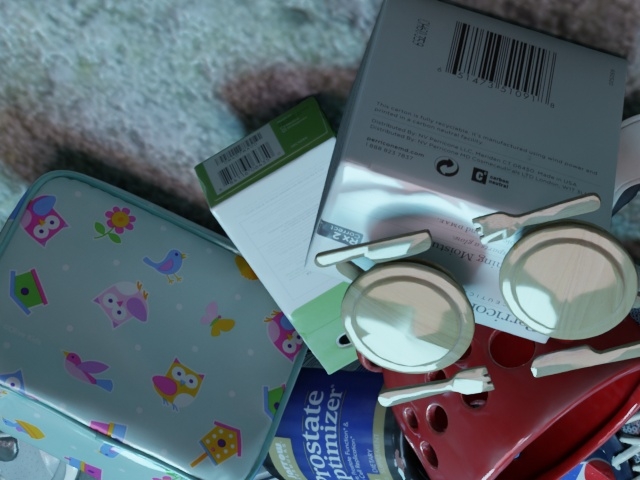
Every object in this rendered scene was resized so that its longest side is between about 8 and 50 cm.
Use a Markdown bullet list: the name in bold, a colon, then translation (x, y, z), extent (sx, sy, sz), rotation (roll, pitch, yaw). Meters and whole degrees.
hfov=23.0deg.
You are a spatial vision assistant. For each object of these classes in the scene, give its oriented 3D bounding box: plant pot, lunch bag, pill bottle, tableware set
- **plant pot**: translation (0.131, 0.089, 1.172), extent (0.174, 0.191, 0.191), rotation (49, 147, 24)
- **lunch bag**: translation (-0.149, 0.080, 1.287), extent (0.279, 0.224, 0.108), rotation (27, 151, -11)
- **pill bottle**: translation (0.017, 0.159, 1.384), extent (0.219, 0.123, 0.123), rotation (-1, 139, 38)
- **tableware set**: translation (0.107, 0.032, 1.004), extent (0.194, 0.039, 0.128), rotation (-13, 119, 20)

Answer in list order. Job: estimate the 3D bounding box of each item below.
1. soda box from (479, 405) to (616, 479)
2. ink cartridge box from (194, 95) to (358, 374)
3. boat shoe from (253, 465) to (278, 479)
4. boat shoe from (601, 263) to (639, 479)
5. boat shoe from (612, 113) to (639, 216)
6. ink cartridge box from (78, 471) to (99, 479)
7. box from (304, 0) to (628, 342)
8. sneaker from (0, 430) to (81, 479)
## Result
- **soda box**: translation (0.237, 0.194, 1.408), extent (0.210, 0.071, 0.067), rotation (35, 137, -22)
- **ink cartridge box**: translation (0.000, 0.000, 1.232), extent (0.109, 0.062, 0.209), rotation (-31, 129, 4)
- **boat shoe**: translation (-0.024, 0.270, 1.563), extent (0.109, 0.094, 0.302), rotation (32, 138, -19)
- **boat shoe**: translation (0.283, 0.166, 1.292), extent (0.127, 0.158, 0.340), rotation (-21, 129, 35)
- **boat shoe**: translation (0.224, -0.053, 1.151), extent (0.046, 0.038, 0.125), rotation (44, 139, 16)
- **ink cartridge box**: translation (-0.157, 0.185, 1.413), extent (0.093, 0.212, 0.154), rotation (16, 140, -1)
- **box**: translation (0.101, -0.053, 1.077), extent (0.181, 0.182, 0.119), rotation (17, 140, -2)
- **sneaker**: translation (-0.321, 0.238, 1.643), extent (0.132, 0.086, 0.229), rotation (27, 129, -6)
